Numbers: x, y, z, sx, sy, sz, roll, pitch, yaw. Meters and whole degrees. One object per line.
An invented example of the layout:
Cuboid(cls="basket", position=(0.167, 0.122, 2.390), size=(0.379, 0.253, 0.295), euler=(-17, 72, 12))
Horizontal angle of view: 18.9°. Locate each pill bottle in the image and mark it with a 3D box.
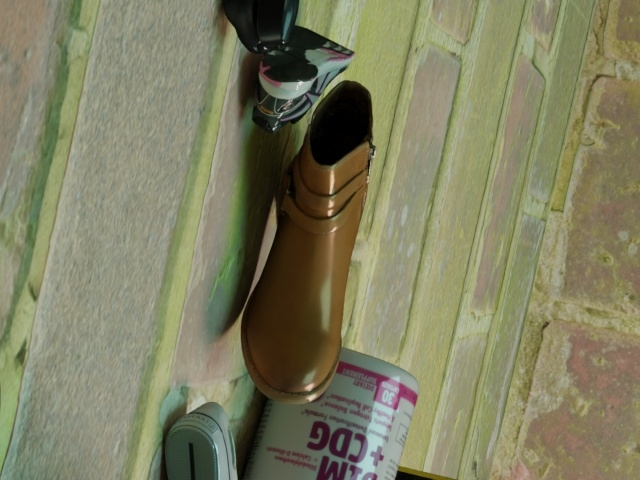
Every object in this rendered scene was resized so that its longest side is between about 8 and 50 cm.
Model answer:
Cuboid(cls="pill bottle", position=(-0.004, 0.265, 2.085), size=(0.160, 0.160, 0.283), euler=(56, 49, -69))

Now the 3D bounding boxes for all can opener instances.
Cuboid(cls="can opener", position=(-0.042, -0.257, 1.731), size=(0.059, 0.073, 0.186), euler=(40, 54, -64))

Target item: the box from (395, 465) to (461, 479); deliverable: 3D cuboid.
Cuboid(cls="box", position=(0.091, 0.384, 2.341), size=(0.322, 0.257, 0.079), euler=(81, 27, -52))

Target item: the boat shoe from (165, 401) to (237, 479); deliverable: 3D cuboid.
Cuboid(cls="boat shoe", position=(-0.107, 0.266, 1.868), size=(0.076, 0.083, 0.226), euler=(-43, 142, -62))

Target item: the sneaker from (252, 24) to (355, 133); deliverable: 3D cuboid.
Cuboid(cls="sneaker", position=(-0.028, -0.155, 1.874), size=(0.178, 0.072, 0.077), euler=(-35, 153, -61))

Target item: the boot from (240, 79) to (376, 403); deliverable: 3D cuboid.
Cuboid(cls="boot", position=(0.000, 0.000, 1.903), size=(0.220, 0.109, 0.283), euler=(106, 2, -52))
